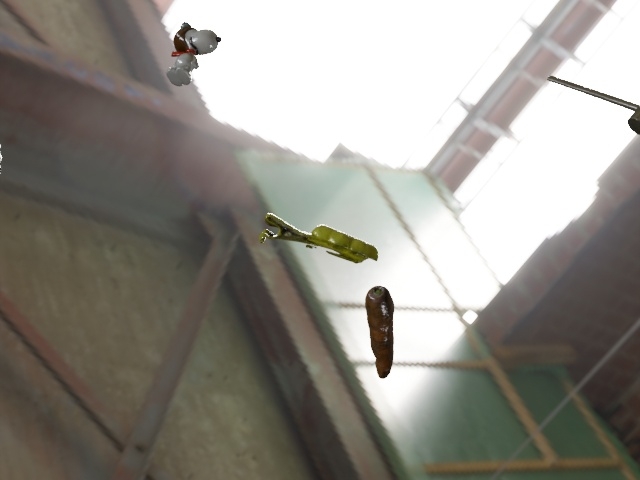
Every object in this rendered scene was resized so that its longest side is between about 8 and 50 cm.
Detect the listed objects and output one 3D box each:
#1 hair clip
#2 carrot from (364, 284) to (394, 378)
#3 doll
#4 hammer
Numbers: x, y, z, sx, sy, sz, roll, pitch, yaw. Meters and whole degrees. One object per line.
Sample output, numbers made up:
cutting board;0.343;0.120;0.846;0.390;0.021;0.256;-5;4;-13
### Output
hair clip;0.000;0.000;1.831;0.173;0.046;0.072;14;-178;-4
carrot;0.075;0.117;1.560;0.036;0.165;0.035;-3;-138;3
doll;-0.146;-0.203;1.404;0.058;0.085;0.040;10;145;37
hammer;0.234;-0.121;1.065;0.110;0.035;0.019;28;155;37
